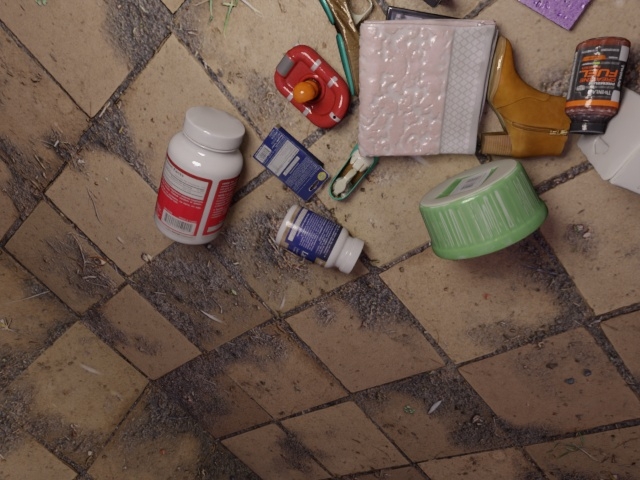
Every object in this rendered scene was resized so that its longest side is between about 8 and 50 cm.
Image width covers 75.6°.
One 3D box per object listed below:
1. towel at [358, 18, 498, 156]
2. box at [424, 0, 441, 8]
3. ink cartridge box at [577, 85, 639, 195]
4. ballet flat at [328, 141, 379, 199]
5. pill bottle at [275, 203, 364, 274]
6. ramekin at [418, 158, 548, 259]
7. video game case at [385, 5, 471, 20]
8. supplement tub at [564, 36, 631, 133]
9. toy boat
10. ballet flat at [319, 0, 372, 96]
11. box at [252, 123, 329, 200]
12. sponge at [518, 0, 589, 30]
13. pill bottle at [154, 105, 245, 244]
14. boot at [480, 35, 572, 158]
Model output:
[{"bbox_3d":[0.254,-0.369,1.037,0.317,0.053,0.331,1,122,5],"label":"towel"},{"bbox_3d":[0.195,-0.590,0.906,0.191,0.184,0.045,35,124,-6],"label":"box"},{"bbox_3d":[0.824,-0.167,0.900,0.395,0.285,0.166,23,124,3],"label":"ink cartridge box"},{"bbox_3d":[0.103,-0.209,1.233,0.083,0.087,0.247,34,125,-4],"label":"ballet flat"},{"bbox_3d":[0.000,0.000,1.357,0.265,0.153,0.153,26,125,2],"label":"pill bottle"},{"bbox_3d":[0.411,-0.090,1.086,0.303,0.303,0.148,-22,104,28],"label":"ramekin"},{"bbox_3d":[0.263,-0.424,1.056,0.248,0.035,0.274,11,124,1],"label":"video game case"},{"bbox_3d":[0.620,-0.343,0.933,0.106,0.106,0.197,7,101,14],"label":"supplement tub"},{"bbox_3d":[-0.029,-0.404,1.115,0.231,0.151,0.151,41,124,-9],"label":"toy boat"},{"bbox_3d":[0.078,-0.544,1.035,0.124,0.116,0.342,-22,109,7],"label":"ballet flat"},{"bbox_3d":[-0.089,-0.241,1.306,0.225,0.036,0.136,41,125,-8],"label":"box"},{"bbox_3d":[0.499,-0.573,0.909,0.210,0.031,0.117,30,125,-1],"label":"sponge"},{"bbox_3d":[-0.381,-0.200,1.312,0.229,0.229,0.407,28,125,0],"label":"pill bottle"},{"bbox_3d":[0.518,-0.348,1.016,0.211,0.104,0.295,-1,119,9],"label":"boot"}]
